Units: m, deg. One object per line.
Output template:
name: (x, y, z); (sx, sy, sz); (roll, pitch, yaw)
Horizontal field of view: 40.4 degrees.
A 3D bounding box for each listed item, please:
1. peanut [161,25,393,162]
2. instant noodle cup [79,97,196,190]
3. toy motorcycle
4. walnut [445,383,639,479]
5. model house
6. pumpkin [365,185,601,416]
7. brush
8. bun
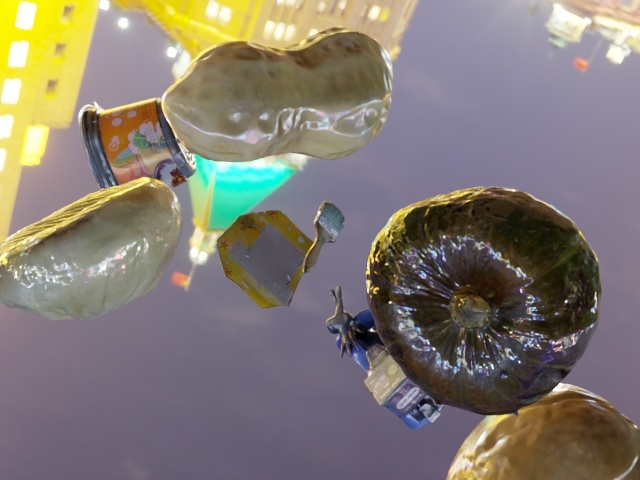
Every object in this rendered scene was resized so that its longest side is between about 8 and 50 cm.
peanut: (-0.032, -0.147, 0.907); (0.313, 0.149, 0.149); (-13, -134, -46)
instant noodle cup: (-0.261, -0.134, 1.294); (0.177, 0.125, 0.208); (59, -168, -76)
toy motorcycle: (0.126, 0.235, 1.760); (0.212, 0.125, 0.358); (41, -176, -33)
walnut: (0.324, 0.373, 1.234); (0.332, 0.333, 0.333); (17, -149, -11)
model house: (-0.150, 0.038, 1.937); (0.219, 0.136, 0.207); (40, -114, -20)
pumpkin: (0.175, 0.062, 0.951); (0.260, 0.260, 0.189); (30, -161, 10)
brush: (0.000, 0.000, 1.765); (0.070, 0.021, 0.196); (47, -135, -21)
bun: (-0.244, 0.021, 0.954); (0.128, 0.222, 0.222); (63, -153, -16)
